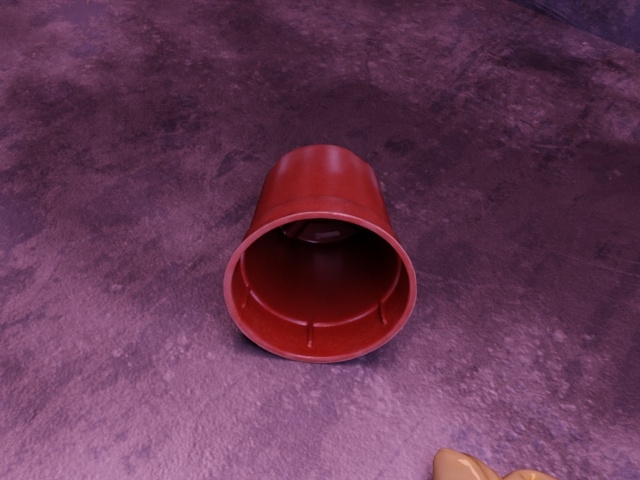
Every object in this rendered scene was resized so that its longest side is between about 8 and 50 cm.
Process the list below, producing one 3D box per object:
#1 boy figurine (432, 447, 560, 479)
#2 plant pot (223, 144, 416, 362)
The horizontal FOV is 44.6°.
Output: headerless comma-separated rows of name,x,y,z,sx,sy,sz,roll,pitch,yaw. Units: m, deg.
boy figurine,0.257,0.364,0.968,0.285,0.092,0.177,27,46,19
plant pot,0.000,0.000,1.206,0.272,0.272,0.265,6,34,-4
